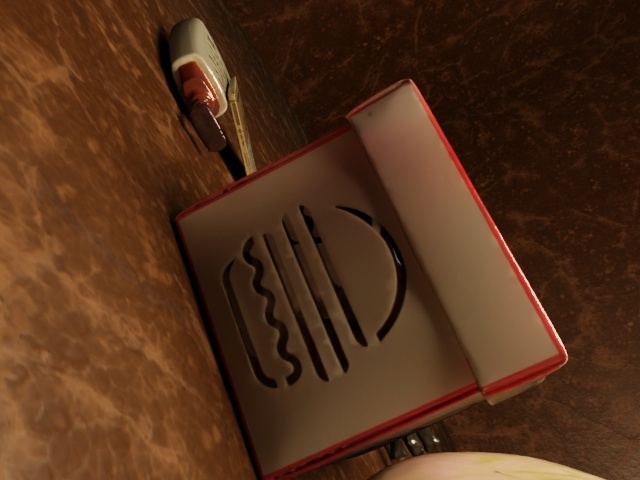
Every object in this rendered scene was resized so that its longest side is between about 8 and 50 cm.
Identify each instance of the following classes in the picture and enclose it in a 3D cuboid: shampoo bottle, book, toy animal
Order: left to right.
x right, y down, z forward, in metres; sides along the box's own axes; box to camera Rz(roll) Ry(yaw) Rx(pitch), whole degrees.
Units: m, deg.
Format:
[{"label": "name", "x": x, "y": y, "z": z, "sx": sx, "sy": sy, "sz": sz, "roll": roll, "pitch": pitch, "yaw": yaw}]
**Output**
[{"label": "shampoo bottle", "x": -0.192, "y": -0.250, "z": 0.948, "sx": 0.284, "sy": 0.071, "sz": 0.153, "roll": -103, "pitch": 171, "yaw": -51}, {"label": "book", "x": -0.133, "y": -0.175, "z": 1.026, "sx": 0.138, "sy": 0.016, "sz": 0.198, "roll": -104, "pitch": -176, "yaw": -62}, {"label": "toy animal", "x": 0.142, "y": 0.331, "z": 1.099, "sx": 0.245, "sy": 0.115, "sz": 0.146, "roll": 165, "pitch": -96, "yaw": -76}]

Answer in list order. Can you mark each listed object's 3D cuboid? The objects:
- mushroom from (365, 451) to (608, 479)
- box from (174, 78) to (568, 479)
[{"label": "mushroom", "x": 0.181, "y": 0.336, "z": 0.488, "sx": 0.353, "sy": 0.325, "sz": 0.353, "roll": 64, "pitch": 0, "yaw": 0}, {"label": "box", "x": 0.063, "y": 0.071, "z": 0.684, "sx": 0.314, "sy": 0.300, "sz": 0.312, "roll": 67, "pitch": 9, "yaw": 21}]
